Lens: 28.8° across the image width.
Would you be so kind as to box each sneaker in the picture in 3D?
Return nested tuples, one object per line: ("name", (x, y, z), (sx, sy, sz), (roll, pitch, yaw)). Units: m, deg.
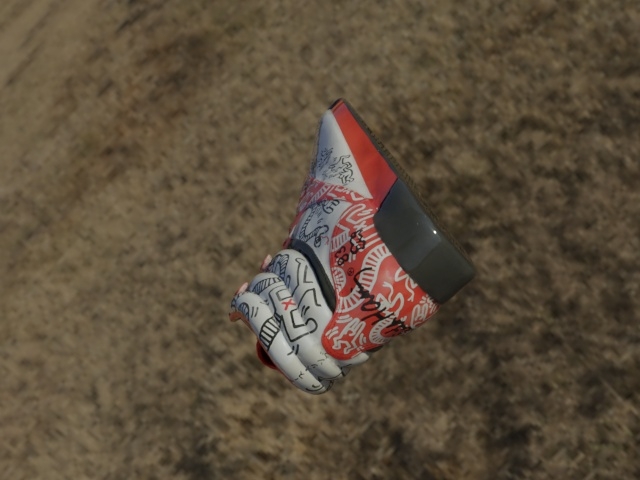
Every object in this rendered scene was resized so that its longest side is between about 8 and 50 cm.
("sneaker", (-0.001, -0.001, 0.830), (0.145, 0.090, 0.270), (-40, 24, 7))
